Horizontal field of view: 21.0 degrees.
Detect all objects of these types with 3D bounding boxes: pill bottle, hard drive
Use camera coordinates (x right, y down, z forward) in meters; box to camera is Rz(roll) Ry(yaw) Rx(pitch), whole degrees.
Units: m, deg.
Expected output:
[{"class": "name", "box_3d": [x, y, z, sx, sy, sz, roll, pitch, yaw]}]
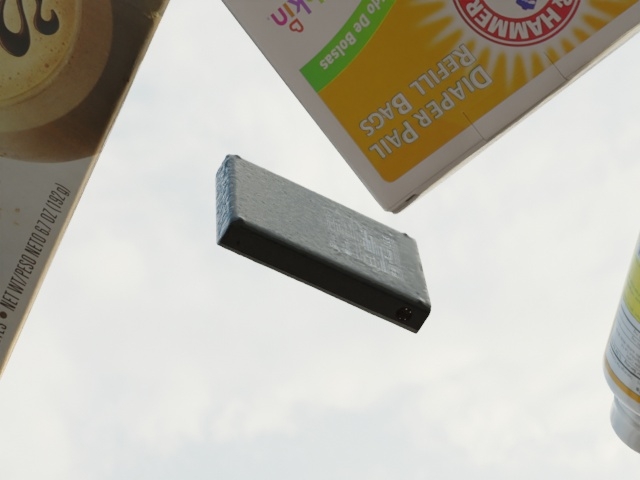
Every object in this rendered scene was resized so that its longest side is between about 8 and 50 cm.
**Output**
[{"class": "pill bottle", "box_3d": [0.276, 0.058, 1.264, 0.117, 0.117, 0.215, -7, -51, -22]}, {"class": "hard drive", "box_3d": [0.000, 0.000, 1.046, 0.135, 0.094, 0.022, 25, -66, -16]}]

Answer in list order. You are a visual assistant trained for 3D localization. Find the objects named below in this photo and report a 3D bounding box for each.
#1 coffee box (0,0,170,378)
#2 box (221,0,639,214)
[{"class": "coffee box", "box_3d": [-0.188, -0.024, 0.683, 0.168, 0.297, 0.119, 30, -39, -14]}, {"class": "box", "box_3d": [0.015, -0.128, 0.525, 0.114, 0.103, 0.203, -36, -87, 28]}]
